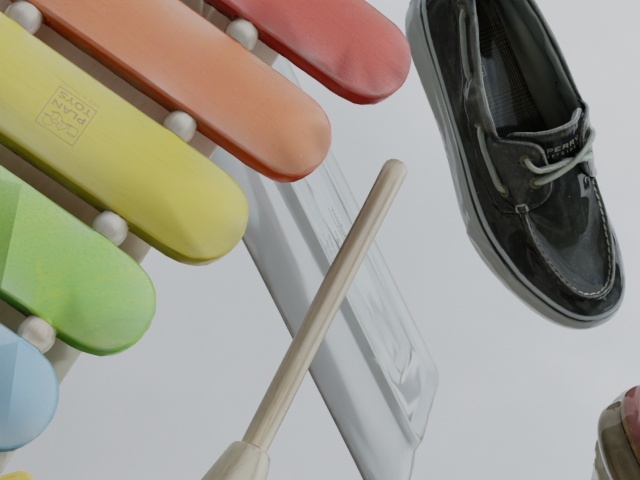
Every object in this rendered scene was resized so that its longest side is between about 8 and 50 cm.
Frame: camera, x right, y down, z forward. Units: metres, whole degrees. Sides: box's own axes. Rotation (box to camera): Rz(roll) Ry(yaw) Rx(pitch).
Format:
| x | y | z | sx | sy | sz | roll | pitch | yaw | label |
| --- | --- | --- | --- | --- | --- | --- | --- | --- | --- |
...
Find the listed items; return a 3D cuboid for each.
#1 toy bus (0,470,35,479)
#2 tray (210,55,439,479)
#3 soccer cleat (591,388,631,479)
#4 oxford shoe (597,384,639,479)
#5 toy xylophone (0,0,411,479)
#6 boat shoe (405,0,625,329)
| x | y | z | sx | sy | sz | roll | pitch | yaw | label |
| --- | --- | --- | --- | --- | --- | --- | --- | --- | --- |
| -0.251 | 0.337 | 1.206 | 0.211 | 0.149 | 0.220 | 24 | -56 | 49 | toy bus |
| 0.000 | 0.000 | 0.746 | 0.030 | 0.145 | 0.270 | -23 | -79 | 18 | tray |
| 0.271 | 0.204 | 1.289 | 0.076 | 0.068 | 0.196 | -114 | -166 | -56 | soccer cleat |
| 0.252 | 0.264 | 1.057 | 0.130 | 0.123 | 0.348 | -15 | -67 | 23 | oxford shoe |
| -0.077 | -0.030 | 0.570 | 0.236 | 0.322 | 0.081 | 28 | -24 | -12 | toy xylophone |
| 0.172 | -0.079 | 1.205 | 0.335 | 0.121 | 0.119 | 63 | -20 | -1 | boat shoe |
